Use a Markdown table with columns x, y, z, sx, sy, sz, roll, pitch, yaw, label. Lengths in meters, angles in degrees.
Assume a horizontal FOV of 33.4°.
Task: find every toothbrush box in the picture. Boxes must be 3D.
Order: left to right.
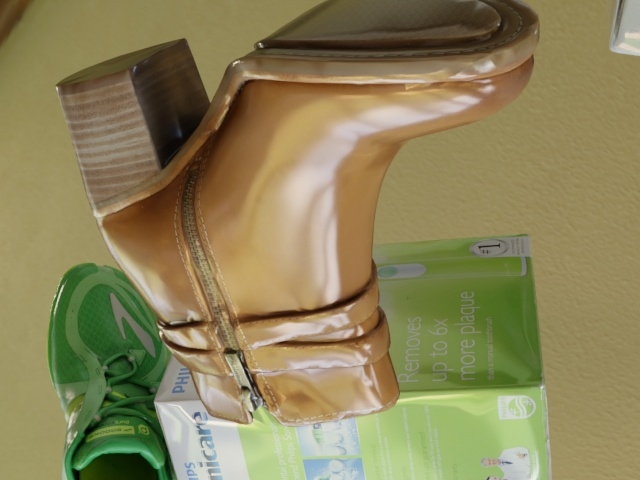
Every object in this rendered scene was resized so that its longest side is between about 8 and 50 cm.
| x | y | z | sx | sy | sz | roll | pitch | yaw | label |
| --- | --- | --- | --- | --- | --- | --- | --- | --- | --- |
| 0.036 | 0.104 | 0.858 | 0.283 | 0.122 | 0.206 | -5 | -150 | 11 | toothbrush box |

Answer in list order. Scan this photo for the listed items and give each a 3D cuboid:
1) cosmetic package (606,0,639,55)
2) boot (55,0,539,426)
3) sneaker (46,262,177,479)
| x | y | z | sx | sy | sz | roll | pitch | yaw | label |
| --- | --- | --- | --- | --- | --- | --- | --- | --- | --- |
| 0.332 | -0.249 | 0.914 | 0.160 | 0.309 | 0.113 | 8 | -60 | 9 | cosmetic package |
| 0.000 | 0.000 | 0.537 | 0.283 | 0.109 | 0.220 | -7 | -67 | 32 | boot |
| -0.157 | 0.151 | 0.854 | 0.123 | 0.109 | 0.296 | 129 | -45 | -60 | sneaker |
